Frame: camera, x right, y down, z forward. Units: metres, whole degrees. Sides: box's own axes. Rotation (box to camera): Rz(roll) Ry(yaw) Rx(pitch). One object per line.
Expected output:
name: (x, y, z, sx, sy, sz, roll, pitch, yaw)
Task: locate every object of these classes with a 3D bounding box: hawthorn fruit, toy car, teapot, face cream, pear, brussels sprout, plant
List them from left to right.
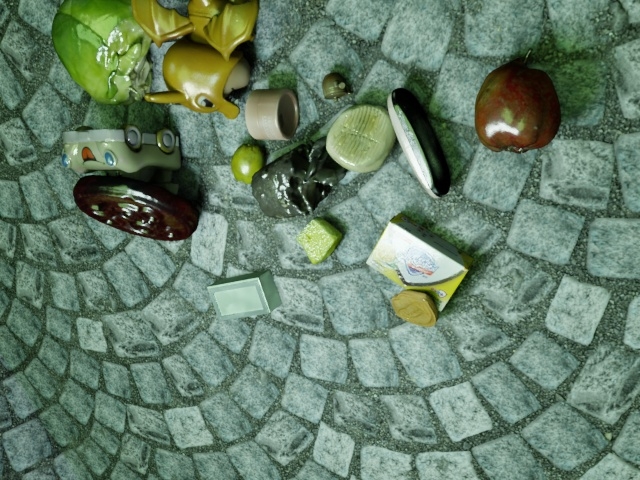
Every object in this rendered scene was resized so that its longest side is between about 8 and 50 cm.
brussels sprout: (-0.656, -0.616, 1.854, 0.315, 0.276, 0.371, 10, 120, 9)
toy car: (-0.625, -0.252, 1.909, 0.242, 0.336, 0.226, 3, 97, 25)
pear: (-0.228, -0.243, 1.871, 0.107, 0.107, 0.131, 14, 102, 21)
face cream: (-0.140, -0.370, 1.750, 0.104, 0.149, 0.149, 6, 111, 23)
plant: (-0.057, -0.176, 1.765, 0.276, 0.199, 0.188, -23, 103, 35)
teapot: (0.053, -0.433, 1.668, 0.085, 0.110, 0.080, -11, 90, -15)
hawthorn fruit: (0.479, -0.335, 1.440, 0.208, 0.208, 0.248, 11, 93, 22)

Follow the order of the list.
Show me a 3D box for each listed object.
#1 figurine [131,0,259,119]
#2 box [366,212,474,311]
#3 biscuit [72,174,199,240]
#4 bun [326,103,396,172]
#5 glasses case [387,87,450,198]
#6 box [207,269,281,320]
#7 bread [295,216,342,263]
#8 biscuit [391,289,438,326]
figurine: (-0.356, -0.567, 1.720, 0.401, 0.268, 0.387, 16, 101, 9)
box: (0.287, 0.060, 1.729, 0.265, 0.097, 0.168, 34, 121, 11)
biscuit: (-0.603, -0.094, 1.959, 0.407, 0.407, 0.091, 3, 71, 25)
bun: (0.118, -0.287, 1.668, 0.178, 0.128, 0.193, 29, 95, 7)
glasses case: (0.267, -0.262, 1.605, 0.075, 0.122, 0.314, -21, 99, 37)
box: (-0.265, 0.190, 2.056, 0.225, 0.086, 0.129, -12, 102, 30)
bread: (0.000, 0.000, 1.842, 0.129, 0.111, 0.114, -45, 81, 13)
biscuit: (0.278, 0.204, 1.758, 0.142, 0.029, 0.221, 39, 157, -3)
